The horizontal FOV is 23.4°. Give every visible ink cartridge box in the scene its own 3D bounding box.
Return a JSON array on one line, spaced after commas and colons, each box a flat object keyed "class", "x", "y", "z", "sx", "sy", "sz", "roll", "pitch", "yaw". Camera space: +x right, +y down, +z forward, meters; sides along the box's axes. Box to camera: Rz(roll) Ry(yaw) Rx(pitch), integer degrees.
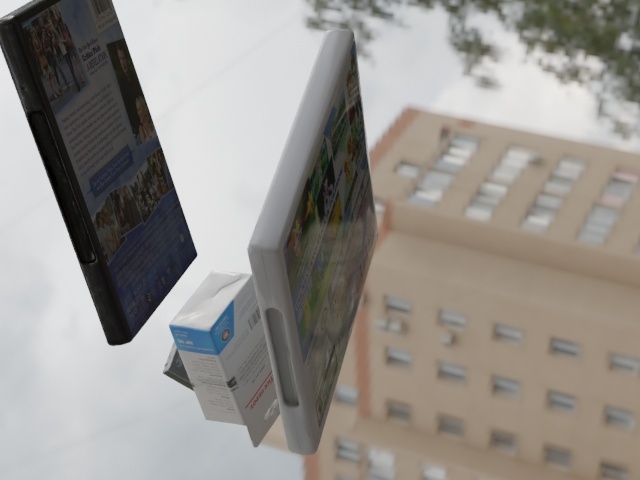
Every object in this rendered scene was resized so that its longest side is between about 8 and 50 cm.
[{"class": "ink cartridge box", "x": -0.100, "y": 0.137, "z": 1.764, "sx": 0.104, "sy": 0.060, "sz": 0.180, "roll": -53, "pitch": -43, "yaw": -43}]

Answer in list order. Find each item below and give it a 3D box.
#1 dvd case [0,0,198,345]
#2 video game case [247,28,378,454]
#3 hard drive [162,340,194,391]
[{"class": "dvd case", "x": -0.164, "y": -0.068, "z": 1.173, "sx": 0.180, "sy": 0.022, "sz": 0.253, "roll": -59, "pitch": -45, "yaw": -65}, {"class": "video game case", "x": 0.000, "y": 0.000, "z": 1.582, "sx": 0.300, "sy": 0.036, "sz": 0.329, "roll": 81, "pitch": -160, "yaw": -44}, {"class": "hard drive", "x": -0.126, "y": 0.157, "z": 1.935, "sx": 0.022, "sy": 0.135, "sz": 0.094, "roll": -34, "pitch": 31, "yaw": 49}]
